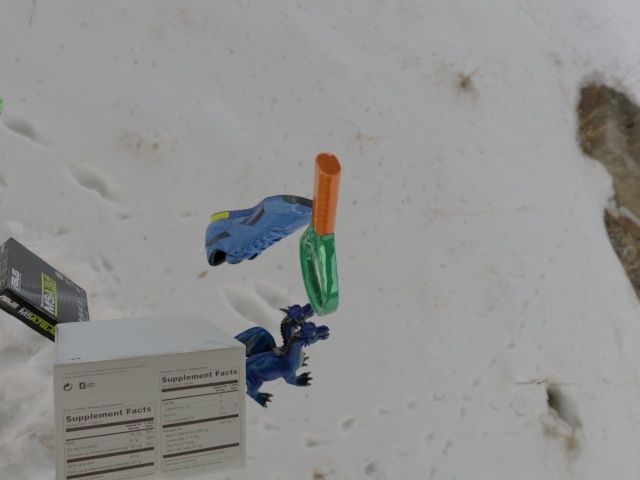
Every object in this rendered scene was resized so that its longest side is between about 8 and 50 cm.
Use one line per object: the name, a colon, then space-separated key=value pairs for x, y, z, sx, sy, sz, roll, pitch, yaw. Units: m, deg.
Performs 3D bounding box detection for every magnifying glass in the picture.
magnifying glass: x=0.000 y=0.000 z=0.619 sx=0.026 sy=0.231 sz=0.092 roll=-12 pitch=55 yaw=-14

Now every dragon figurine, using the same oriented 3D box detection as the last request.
dragon figurine: x=-0.107 y=0.203 z=1.000 sx=0.085 sy=0.289 sz=0.144 roll=-101 pitch=164 yaw=-51

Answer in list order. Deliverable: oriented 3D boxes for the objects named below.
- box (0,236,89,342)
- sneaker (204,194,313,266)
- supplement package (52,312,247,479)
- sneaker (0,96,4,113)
box: x=-0.503 y=0.100 z=1.076 sx=0.184 sy=0.045 sz=0.190 roll=51 pitch=-1 yaw=-35
sneaker: x=-0.082 y=-0.006 z=0.816 sx=0.069 sy=0.209 sz=0.082 roll=27 pitch=61 yaw=-43
supplement package: x=-0.225 y=0.186 z=0.750 sx=0.204 sy=0.262 sz=0.145 roll=-2 pitch=93 yaw=-23
sneaker: x=-0.784 y=-0.237 z=1.081 sx=0.185 sy=0.483 sz=0.202 roll=44 pitch=53 yaw=-65
